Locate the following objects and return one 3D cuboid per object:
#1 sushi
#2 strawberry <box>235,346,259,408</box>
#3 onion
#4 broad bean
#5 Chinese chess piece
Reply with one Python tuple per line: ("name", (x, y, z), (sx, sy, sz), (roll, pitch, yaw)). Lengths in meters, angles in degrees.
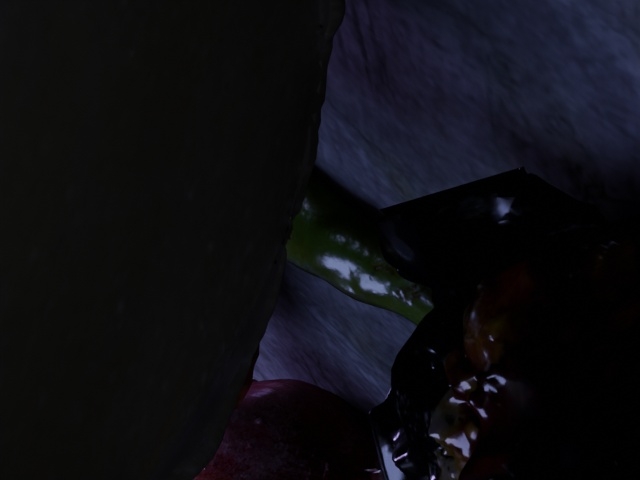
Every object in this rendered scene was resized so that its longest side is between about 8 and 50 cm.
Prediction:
("sushi", (0.109, 0.074, 0.647), (0.150, 0.153, 0.172), (-124, 19, -66))
("strawberry", (-0.124, 0.000, 1.041), (0.280, 0.150, 0.253), (47, -177, -9))
("onion", (-0.013, 0.176, 1.168), (0.195, 0.159, 0.159), (-2, 132, 41))
("broad bean", (0.002, -0.003, 0.898), (0.195, 0.046, 0.061), (37, 158, 22))
("Chinese chess piece", (-0.118, -0.038, 0.624), (0.140, 0.338, 0.338), (15, 150, 21))
